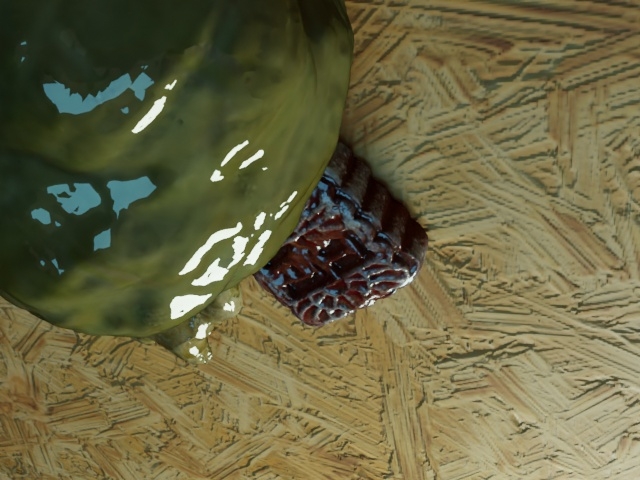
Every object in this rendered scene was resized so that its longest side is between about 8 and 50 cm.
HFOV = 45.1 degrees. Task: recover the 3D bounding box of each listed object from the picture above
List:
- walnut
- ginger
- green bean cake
[{"bbox_3d":[-0.121,-0.101,0.442,0.282,0.253,0.277,35,128,-8],"label":"walnut"},{"bbox_3d":[-0.160,0.030,0.693,0.214,0.059,0.133,37,126,-14],"label":"ginger"},{"bbox_3d":[0.000,0.000,0.614,0.135,0.056,0.136,-32,112,35],"label":"green bean cake"}]
